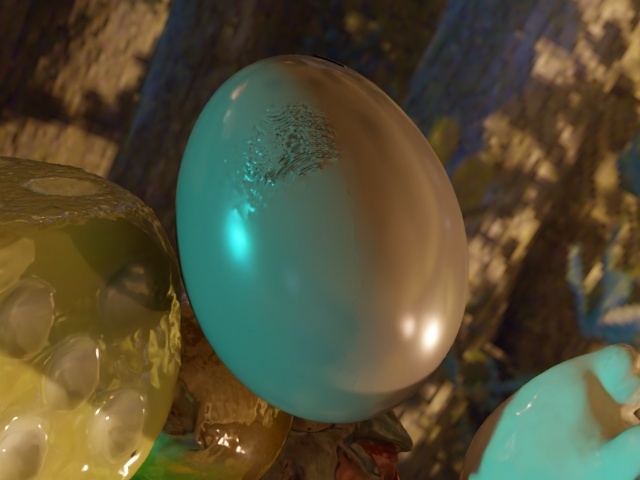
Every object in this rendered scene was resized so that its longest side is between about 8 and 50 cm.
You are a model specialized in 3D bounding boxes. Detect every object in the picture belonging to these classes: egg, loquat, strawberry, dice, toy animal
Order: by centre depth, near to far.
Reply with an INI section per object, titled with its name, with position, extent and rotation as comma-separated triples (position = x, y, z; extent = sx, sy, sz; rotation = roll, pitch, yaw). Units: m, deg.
[egg]
position = 0.000, 0.000, 1.004
extent = 0.146, 0.198, 0.146
rotation = -12, -160, 4
[dice]
position = -0.188, 0.051, 1.049
extent = 0.166, 0.169, 0.169
rotation = 16, -162, 37
[loquat]
position = -0.090, 0.096, 1.254
extent = 0.152, 0.152, 0.195
rotation = 27, 180, -2
[toy animal]
position = 0.238, 0.267, 1.484
extent = 0.196, 0.241, 0.367
rotation = 50, -179, -40
[strawberry]
position = -0.075, 0.224, 1.624
extent = 0.265, 0.336, 0.149
rotation = -3, -103, -32
